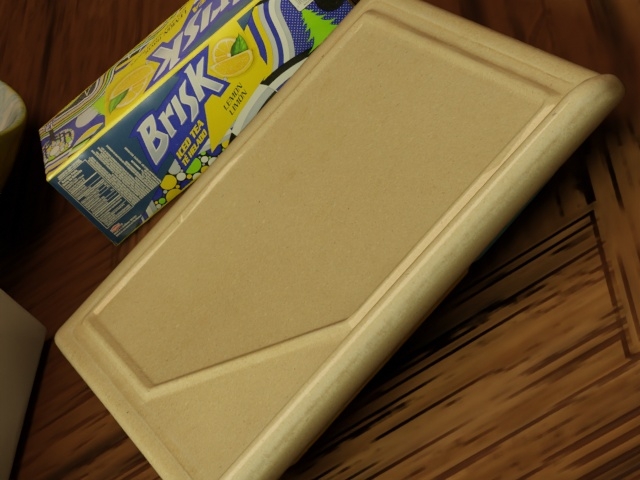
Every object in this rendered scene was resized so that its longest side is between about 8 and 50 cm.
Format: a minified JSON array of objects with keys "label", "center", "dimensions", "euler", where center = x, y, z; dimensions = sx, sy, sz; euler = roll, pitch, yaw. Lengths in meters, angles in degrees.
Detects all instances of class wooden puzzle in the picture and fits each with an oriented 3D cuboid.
[{"label":"wooden puzzle","center":[0.000,0.000,0.743],"dimensions":[0.221,0.044,0.238],"euler":[-47,25,-3]}]

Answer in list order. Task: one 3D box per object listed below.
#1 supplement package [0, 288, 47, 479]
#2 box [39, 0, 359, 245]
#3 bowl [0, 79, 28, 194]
[{"label":"supplement package","center":[-0.255,0.098,0.768],"dimensions":[0.145,0.204,0.262],"euler":[-27,34,27]},{"label":"box","center":[-0.058,-0.078,0.894],"dimensions":[0.169,0.054,0.059],"euler":[-39,30,10]},{"label":"bowl","center":[-0.314,-0.021,0.996],"dimensions":[0.289,0.289,0.156],"euler":[-137,55,-61]}]
